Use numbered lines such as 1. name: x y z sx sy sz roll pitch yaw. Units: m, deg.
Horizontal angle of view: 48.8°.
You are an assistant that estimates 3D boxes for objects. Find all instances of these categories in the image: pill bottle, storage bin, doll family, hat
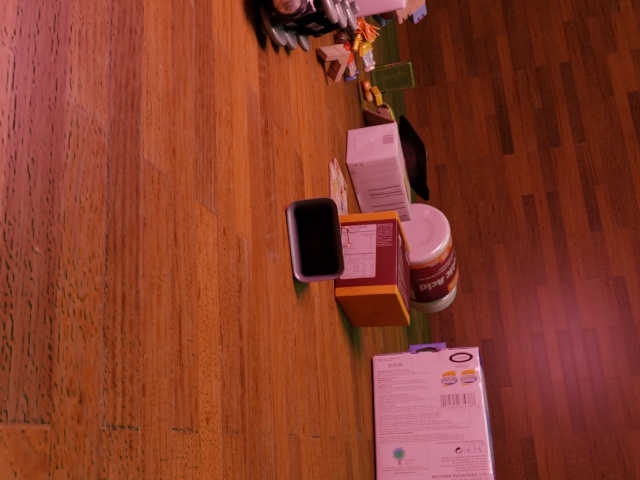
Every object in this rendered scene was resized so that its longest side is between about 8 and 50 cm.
1. pill bottle: 0.340 0.073 2.352 0.392 0.224 0.224 64 22 -54
2. storage bin: 0.000 0.000 1.184 0.091 0.098 0.135 51 32 -86
3. doll family: 0.110 -0.578 1.954 0.262 0.119 0.163 -85 162 -44
4. hat: 0.279 -0.282 2.509 0.331 0.134 0.331 166 -90 -84

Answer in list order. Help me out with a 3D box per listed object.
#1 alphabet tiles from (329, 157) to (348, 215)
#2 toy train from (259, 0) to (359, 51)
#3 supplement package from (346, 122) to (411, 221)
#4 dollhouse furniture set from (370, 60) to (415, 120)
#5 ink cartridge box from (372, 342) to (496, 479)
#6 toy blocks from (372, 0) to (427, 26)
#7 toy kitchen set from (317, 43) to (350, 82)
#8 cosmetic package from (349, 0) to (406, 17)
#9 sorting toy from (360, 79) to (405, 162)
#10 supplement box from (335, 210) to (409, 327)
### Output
1. alphabet tiles: 0.047 -0.060 1.611 0.198 0.009 0.237 62 24 -57
2. toy train: -0.036 -0.435 1.206 0.334 0.142 0.190 -44 113 -73
3. supplement package: 0.161 -0.173 1.901 0.244 0.134 0.139 70 18 -46
4. dollhouse furniture set: 0.298 -0.526 2.700 0.197 0.151 0.301 -62 143 -70
5. ink cartridge box: 0.272 0.417 1.720 0.151 0.270 0.395 67 20 -56
6. toy blocks: 0.166 -0.728 2.000 0.381 0.191 0.261 48 -2 24
7. toy kitchen set: 0.012 -0.418 1.640 0.068 0.075 0.083 49 -42 25
8. cosmetic package: 0.074 -0.591 1.546 0.453 0.230 0.161 -69 150 -64
9. sorting toy: 0.200 -0.341 2.202 0.229 0.041 0.307 -134 -154 -59
10. supplement box: 0.119 0.066 1.542 0.191 0.129 0.194 60 29 -59
